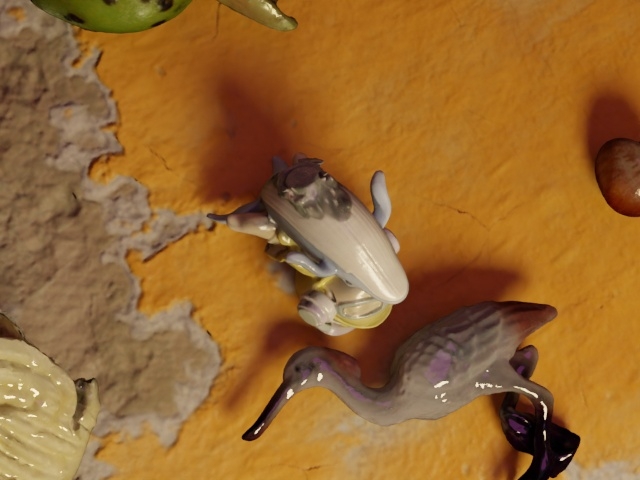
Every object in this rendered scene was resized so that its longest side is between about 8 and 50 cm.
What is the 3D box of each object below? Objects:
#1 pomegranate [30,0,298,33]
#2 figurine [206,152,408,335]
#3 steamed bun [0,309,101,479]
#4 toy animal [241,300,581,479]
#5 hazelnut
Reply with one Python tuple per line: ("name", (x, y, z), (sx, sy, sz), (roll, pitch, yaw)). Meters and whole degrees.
("pomegranate", (-0.146, -0.304, 1.605), (0.286, 0.231, 0.231), (-5, 83, -23))
("figurine", (0.000, 0.000, 1.636), (0.128, 0.184, 0.208), (-41, 54, -22))
("steamed bun", (-0.388, 0.198, 1.474), (0.394, 0.237, 0.347), (-25, 118, -45))
("toy animal", (0.106, 0.130, 1.657), (0.324, 0.090, 0.195), (15, 79, -11))
("hazelnut", (0.311, -0.065, 1.734), (0.086, 0.086, 0.086), (2, 82, -12))
